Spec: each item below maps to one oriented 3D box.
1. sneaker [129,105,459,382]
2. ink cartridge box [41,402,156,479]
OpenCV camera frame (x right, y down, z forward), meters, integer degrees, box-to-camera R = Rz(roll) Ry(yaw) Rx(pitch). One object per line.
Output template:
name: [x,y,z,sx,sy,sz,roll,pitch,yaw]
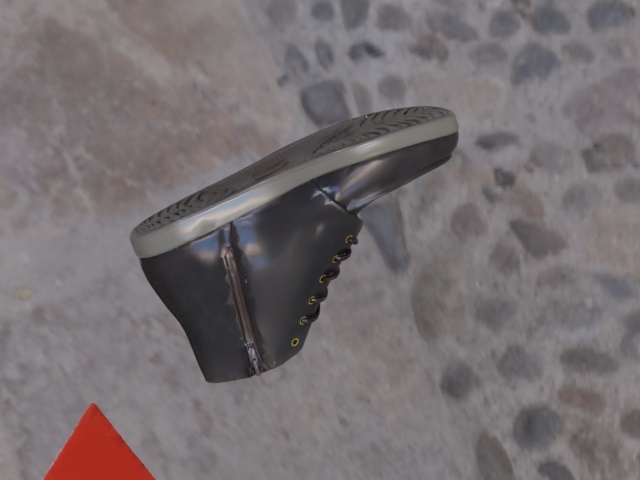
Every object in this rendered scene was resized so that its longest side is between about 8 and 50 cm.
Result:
sneaker: [0.000,0.000,1.032,0.222,0.083,0.118,-24,105,2]
ink cartridge box: [-0.125,0.241,0.925,0.066,0.189,0.232,0,44,40]
